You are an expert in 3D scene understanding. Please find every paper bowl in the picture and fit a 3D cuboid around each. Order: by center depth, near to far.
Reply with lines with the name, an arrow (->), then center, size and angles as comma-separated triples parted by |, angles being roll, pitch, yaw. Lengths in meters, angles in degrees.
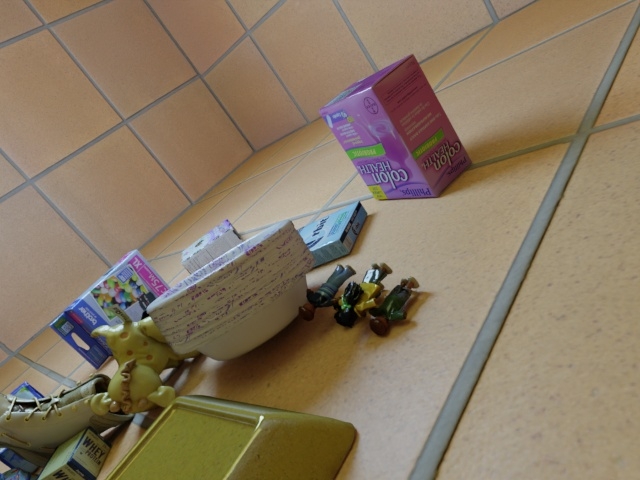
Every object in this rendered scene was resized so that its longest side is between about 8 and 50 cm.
paper bowl -> -0.136, 0.094, 0.803 | 0.284, 0.148, 0.284 | -31, 6, 4

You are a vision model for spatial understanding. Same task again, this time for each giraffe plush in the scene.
giraffe plush -> -0.320, 0.235, 0.850 | 0.182, 0.210, 0.170 | -26, 50, 16

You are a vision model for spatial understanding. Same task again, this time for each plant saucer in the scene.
plant saucer -> -0.168, 0.302, 0.515 | 0.333, 0.081, 0.333 | -14, 29, 47

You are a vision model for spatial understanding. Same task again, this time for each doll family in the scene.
doll family -> 0.046, 0.086, 0.680 | 0.111, 0.076, 0.193 | -50, 18, -25

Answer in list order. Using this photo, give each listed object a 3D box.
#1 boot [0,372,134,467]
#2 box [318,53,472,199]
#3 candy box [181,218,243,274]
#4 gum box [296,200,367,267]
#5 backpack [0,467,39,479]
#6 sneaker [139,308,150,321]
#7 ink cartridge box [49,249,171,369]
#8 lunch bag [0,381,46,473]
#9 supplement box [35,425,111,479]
boot -> -0.491, 0.296, 0.828 | 0.204, 0.262, 0.095 | -32, 35, 8
box -> 0.146, -0.214, 0.949 | 0.117, 0.243, 0.214 | -43, 20, -18
candy box -> -0.360, 0.023, 1.538 | 0.196, 0.070, 0.165 | -37, 19, -5
gum box -> 0.000, 0.000, 1.007 | 0.184, 0.041, 0.157 | -23, 23, 32
backpack -> -0.536, 0.446, 0.757 | 0.158, 0.116, 0.173 | -34, 18, 9
sneaker -> -0.364, 0.187, 1.093 | 0.078, 0.106, 0.234 | -31, 19, 12
ink cartridge box -> -0.583, 0.192, 1.339 | 0.065, 0.185, 0.311 | -17, 27, 40
lunch bag -> -0.616, 0.391, 0.971 | 0.129, 0.151, 0.096 | -46, 20, -28
supplement box -> -0.421, 0.382, 0.798 | 0.083, 0.056, 0.083 | -34, 19, 8
